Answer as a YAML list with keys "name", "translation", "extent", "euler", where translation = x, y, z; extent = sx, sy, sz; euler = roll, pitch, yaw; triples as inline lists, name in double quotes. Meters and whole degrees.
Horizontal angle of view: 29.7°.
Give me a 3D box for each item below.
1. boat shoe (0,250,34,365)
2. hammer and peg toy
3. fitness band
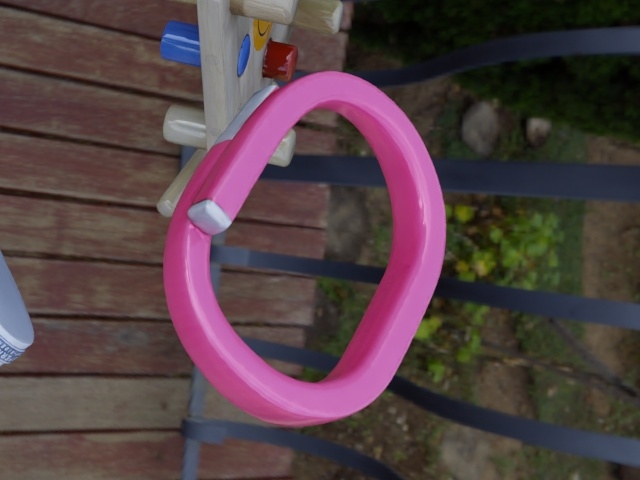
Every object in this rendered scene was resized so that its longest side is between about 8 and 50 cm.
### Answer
- name: "boat shoe"
  translation: [-0.260, -0.018, 0.732]
  extent: [0.084, 0.258, 0.095]
  euler: [-33, 145, 2]
- name: "hammer and peg toy"
  translation: [-0.060, -0.183, 1.144]
  extent: [0.361, 0.127, 0.265]
  euler: [94, 12, -53]
- name: "fitness band"
  translation: [0.000, 0.000, 0.898]
  extent: [0.209, 0.054, 0.290]
  euler: [48, 48, -21]
